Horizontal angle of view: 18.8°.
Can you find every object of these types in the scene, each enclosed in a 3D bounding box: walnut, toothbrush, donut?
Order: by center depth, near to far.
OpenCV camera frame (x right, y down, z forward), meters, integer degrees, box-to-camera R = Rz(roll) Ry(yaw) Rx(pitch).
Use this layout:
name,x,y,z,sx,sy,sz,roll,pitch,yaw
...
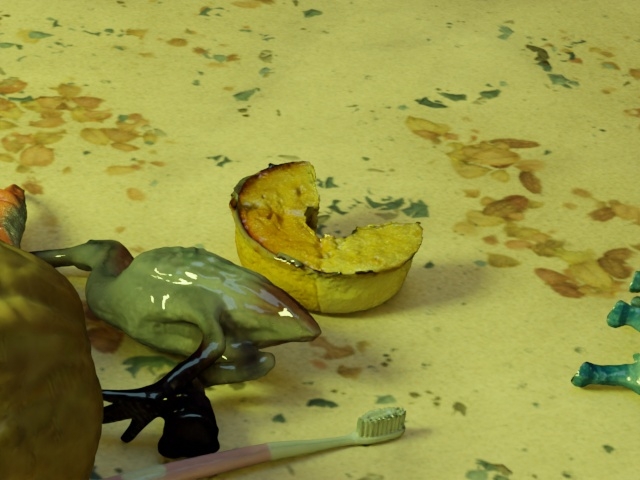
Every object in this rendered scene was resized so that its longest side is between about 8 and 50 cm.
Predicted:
name,x,y,z,sx,sy,sz,roll,pitch,yaw
walnut,-0.293,0.118,1.257,0.313,0.277,0.252,-8,18,-44
toothbrush,-0.060,0.164,1.469,0.286,0.025,0.020,-11,37,-25
donut,-0.006,0.005,1.711,0.181,0.078,0.146,31,38,26

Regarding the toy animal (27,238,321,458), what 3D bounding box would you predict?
name,x,y,z,sx,sy,sz,roll,pitch,yaw
toy animal,-0.128,0.053,1.585,0.195,0.090,0.324,-16,34,-18

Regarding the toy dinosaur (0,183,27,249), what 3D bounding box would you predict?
name,x,y,z,sx,sy,sz,roll,pitch,yaw
toy dinosaur,-0.295,-0.006,1.676,0.101,0.055,0.279,-5,26,8

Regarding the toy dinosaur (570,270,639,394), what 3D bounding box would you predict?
name,x,y,z,sx,sy,sz,roll,pitch,yaw
toy dinosaur,0.298,0.082,1.628,0.144,0.076,0.329,18,34,7
